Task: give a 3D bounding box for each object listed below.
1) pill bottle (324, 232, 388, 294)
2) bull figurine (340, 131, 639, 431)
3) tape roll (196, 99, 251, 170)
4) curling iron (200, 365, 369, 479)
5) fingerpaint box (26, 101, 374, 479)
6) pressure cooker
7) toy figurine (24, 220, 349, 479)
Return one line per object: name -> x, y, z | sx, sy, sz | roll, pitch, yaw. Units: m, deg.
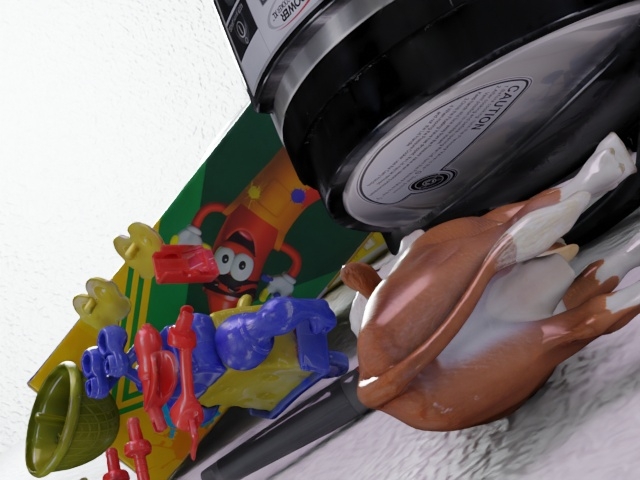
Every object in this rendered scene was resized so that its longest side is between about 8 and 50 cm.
pill bottle -> 0.000, 0.000, 1.931 | 0.208, 0.119, 0.119 | -35, 4, 11
bull figurine -> 0.094, 0.026, 0.819 | 0.188, 0.101, 0.310 | -34, 3, 8
tape roll -> -0.014, -0.114, 1.876 | 0.286, 0.100, 0.286 | -33, 25, 17
curling iron -> 0.031, 0.089, 1.055 | 0.274, 0.035, 0.068 | -39, 40, 8
fingerpaint box -> -0.065, -0.001, 1.525 | 0.371, 0.163, 0.445 | -51, 1, 12
pressure cooker -> 0.117, -0.196, 1.099 | 0.375, 0.420, 0.370 | -24, -16, 5
toy figurine -> -0.081, 0.132, 1.223 | 0.217, 0.191, 0.362 | -1, -28, -29
